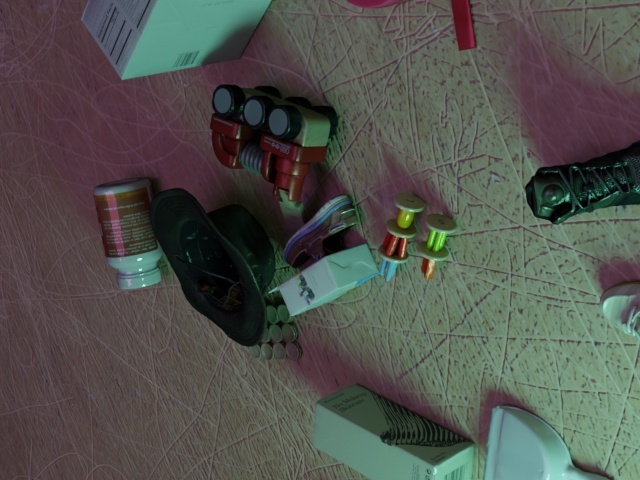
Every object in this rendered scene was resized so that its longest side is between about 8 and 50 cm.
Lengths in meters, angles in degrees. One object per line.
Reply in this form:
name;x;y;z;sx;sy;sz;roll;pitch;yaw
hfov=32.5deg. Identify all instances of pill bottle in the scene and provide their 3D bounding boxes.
pill bottle;-0.392;-0.015;2.269;0.121;0.121;0.216;2;105;46

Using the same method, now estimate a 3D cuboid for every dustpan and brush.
dustpan and brush;0.350;0.346;1.669;0.211;0.060;0.147;16;102;50

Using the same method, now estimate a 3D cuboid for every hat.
hat;-0.167;0.026;2.037;0.331;0.134;0.331;38;147;30

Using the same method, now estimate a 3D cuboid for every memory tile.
memory tile;-0.095;0.176;2.104;0.148;0.012;0.113;-5;100;47

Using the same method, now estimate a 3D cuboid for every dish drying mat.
dish drying mat;0.210;-0.321;1.608;0.032;0.008;0.083;-1;102;46

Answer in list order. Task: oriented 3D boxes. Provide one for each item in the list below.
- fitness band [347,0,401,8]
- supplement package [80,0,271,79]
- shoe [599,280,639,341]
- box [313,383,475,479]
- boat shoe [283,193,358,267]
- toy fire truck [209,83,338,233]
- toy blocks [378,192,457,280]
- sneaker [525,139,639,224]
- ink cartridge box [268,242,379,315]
fitness band;0.052;-0.486;1.689;0.291;0.054;0.209;46;135;27
supplement package;-0.234;-0.407;1.856;0.145;0.262;0.204;55;136;18
shoe;0.460;0.106;1.455;0.219;0.058;0.076;15;114;43
box;0.120;0.347;1.864;0.275;0.113;0.094;22;118;39
boat shoe;0.000;0.000;1.893;0.066;0.066;0.183;58;133;19
toy fire truck;-0.083;-0.131;1.903;0.217;0.158;0.246;25;110;39
toy blocks;0.149;0.016;1.757;0.123;0.054;0.148;37;128;33
sneaker;0.364;-0.072;1.444;0.228;0.130;0.087;-10;98;46
ink cartridge box;0.003;0.074;1.894;0.181;0.104;0.061;-33;79;48
